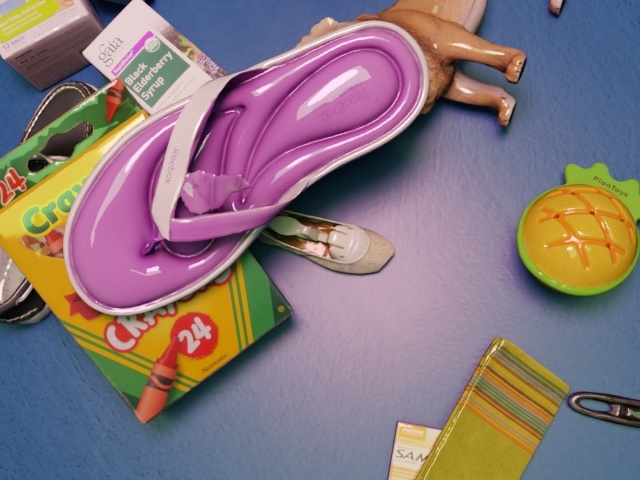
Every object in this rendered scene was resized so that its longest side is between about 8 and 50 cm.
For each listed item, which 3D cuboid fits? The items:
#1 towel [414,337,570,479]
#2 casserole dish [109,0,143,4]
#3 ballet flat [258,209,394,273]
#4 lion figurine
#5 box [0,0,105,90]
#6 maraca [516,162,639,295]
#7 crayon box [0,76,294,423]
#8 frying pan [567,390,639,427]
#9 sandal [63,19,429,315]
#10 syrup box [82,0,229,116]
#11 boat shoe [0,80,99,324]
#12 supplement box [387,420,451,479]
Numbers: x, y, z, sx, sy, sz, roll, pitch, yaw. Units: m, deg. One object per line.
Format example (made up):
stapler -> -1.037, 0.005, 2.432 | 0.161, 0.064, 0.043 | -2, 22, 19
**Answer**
towel -> 0.171, 0.227, 0.848 | 0.102, 0.021, 0.237 | 34, 77, -6
casserole dish -> -0.277, -0.356, 0.984 | 0.037, 0.114, 0.188 | -37, 77, 26
ballet flat -> 0.000, 0.000, 0.915 | 0.168, 0.052, 0.057 | 12, 81, 7
lion figurine -> 0.146, -0.281, 0.928 | 0.240, 0.142, 0.392 | 23, 68, 17
box -> -0.354, -0.305, 0.978 | 0.114, 0.103, 0.203 | -29, 78, -1
maraca -> 0.286, -0.016, 0.872 | 0.127, 0.099, 0.185 | 33, 59, 14
crayon box -> -0.202, 0.007, 0.863 | 0.202, 0.081, 0.318 | -37, 98, -4
frying pan -> 0.453, 0.180, 0.845 | 0.326, 0.053, 0.197 | 33, 84, 7
sandal -> -0.079, -0.082, 0.776 | 0.416, 0.102, 0.169 | -37, 97, -1
syrup box -> -0.152, -0.163, 0.938 | 0.237, 0.096, 0.093 | 42, 86, 10
boat shoe -> -0.320, -0.052, 0.934 | 0.114, 0.091, 0.302 | 8, 81, 7
supplement box -> 0.104, 0.248, 0.867 | 0.062, 0.036, 0.098 | 9, 80, 6
